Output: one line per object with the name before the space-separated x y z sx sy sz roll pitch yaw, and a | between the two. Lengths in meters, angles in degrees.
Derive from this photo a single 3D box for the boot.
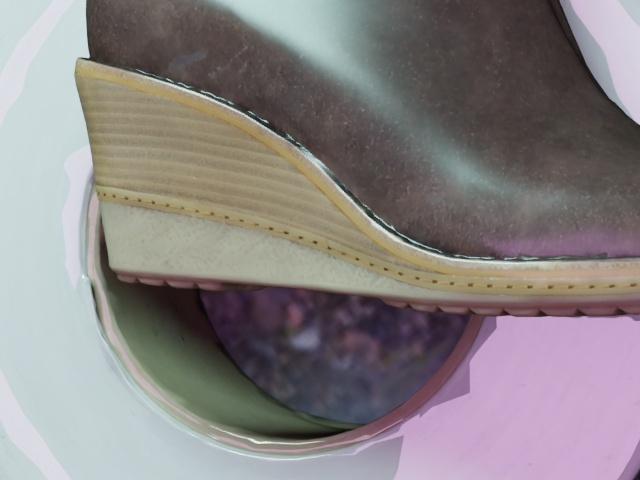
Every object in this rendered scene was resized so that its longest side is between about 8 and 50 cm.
boot | 0.039 -0.083 0.514 0.248 0.090 0.207 4 91 21

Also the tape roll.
tape roll | 0.000 0.000 0.622 0.286 0.100 0.286 -1 88 17
